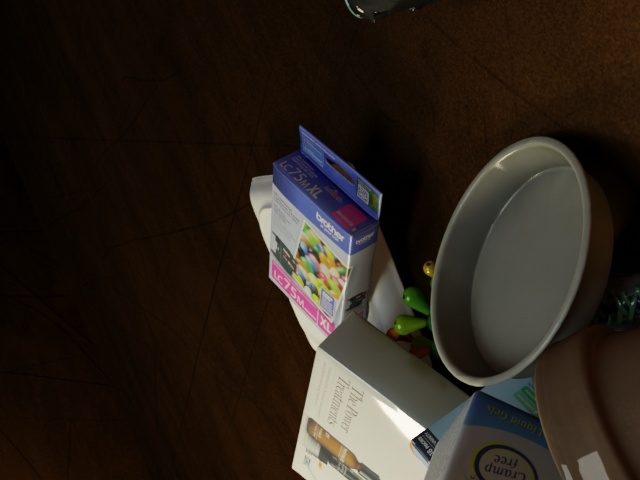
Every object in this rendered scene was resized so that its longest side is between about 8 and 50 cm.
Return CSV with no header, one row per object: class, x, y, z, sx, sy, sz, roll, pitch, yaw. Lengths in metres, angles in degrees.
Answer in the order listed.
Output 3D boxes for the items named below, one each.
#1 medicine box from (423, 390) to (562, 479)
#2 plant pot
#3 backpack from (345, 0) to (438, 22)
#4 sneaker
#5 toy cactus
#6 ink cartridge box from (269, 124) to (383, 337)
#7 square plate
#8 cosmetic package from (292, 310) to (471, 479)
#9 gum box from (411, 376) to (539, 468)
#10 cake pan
medicine box,0.219,0.353,1.025,0.263,0.289,0.149,25,141,5
plant pot,0.365,0.163,0.894,0.229,0.263,0.263,-34,74,27
backpack,0.090,-0.372,1.132,0.144,0.166,0.188,-23,90,59
sneaker,0.330,0.075,1.047,0.223,0.098,0.083,-14,94,62
toy cactus,0.189,0.125,1.350,0.180,0.112,0.219,42,141,12
ink cartridge box,0.000,0.000,1.452,0.186,0.065,0.311,44,146,30
square plate,0.012,0.051,1.594,0.344,0.049,0.347,-2,113,61
cosmetic package,0.107,0.316,1.468,0.284,0.097,0.377,33,144,19
gum box,0.235,0.263,1.232,0.157,0.184,0.041,47,162,37
cake pan,0.227,0.028,1.114,0.293,0.054,0.293,-48,33,45
